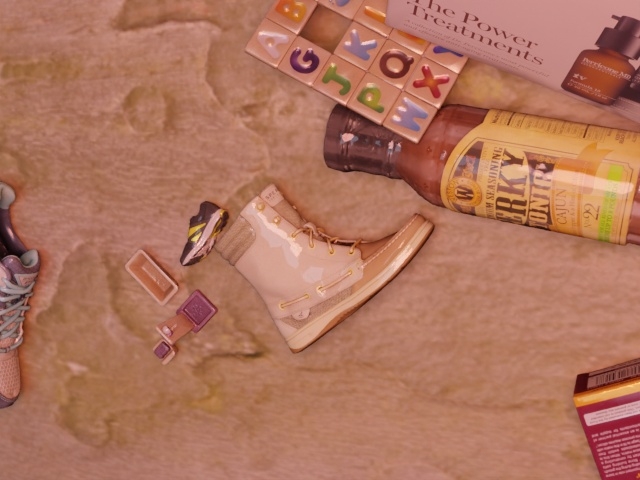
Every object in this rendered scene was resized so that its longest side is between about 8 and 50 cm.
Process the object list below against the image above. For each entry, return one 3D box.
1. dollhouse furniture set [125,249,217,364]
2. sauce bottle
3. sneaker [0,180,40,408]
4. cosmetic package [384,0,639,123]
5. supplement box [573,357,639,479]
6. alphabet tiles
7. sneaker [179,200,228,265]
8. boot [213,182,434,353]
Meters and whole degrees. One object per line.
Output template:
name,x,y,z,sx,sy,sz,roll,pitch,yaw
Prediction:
dollhouse furniture set,-0.197,0.078,1.205,0.114,0.081,0.091,46,110,5
sauce bottle,0.173,-0.073,1.045,0.344,0.111,0.111,11,104,19
sneaker,-0.390,0.062,1.250,0.122,0.110,0.283,-9,98,15
cosmetic package,0.250,-0.210,0.876,0.377,0.284,0.097,22,74,5
supplement box,0.334,0.218,1.065,0.104,0.081,0.188,-19,94,20
alphabet tiles,0.068,-0.240,1.044,0.198,0.009,0.237,29,83,11
sneaker,-0.136,-0.008,1.200,0.035,0.031,0.083,42,106,20
boot,0.000,0.000,1.132,0.213,0.077,0.165,-40,85,23
